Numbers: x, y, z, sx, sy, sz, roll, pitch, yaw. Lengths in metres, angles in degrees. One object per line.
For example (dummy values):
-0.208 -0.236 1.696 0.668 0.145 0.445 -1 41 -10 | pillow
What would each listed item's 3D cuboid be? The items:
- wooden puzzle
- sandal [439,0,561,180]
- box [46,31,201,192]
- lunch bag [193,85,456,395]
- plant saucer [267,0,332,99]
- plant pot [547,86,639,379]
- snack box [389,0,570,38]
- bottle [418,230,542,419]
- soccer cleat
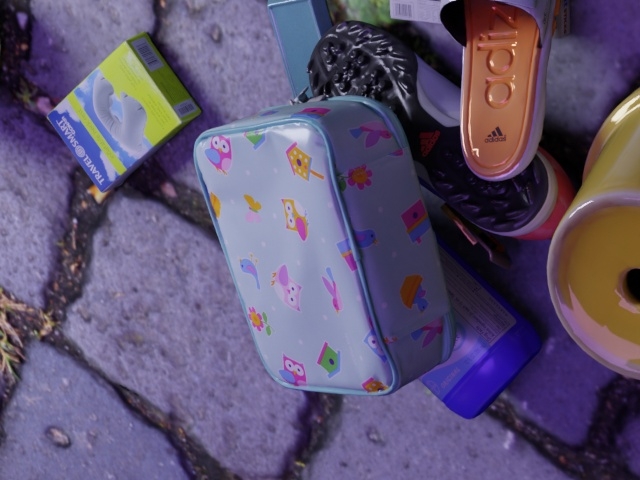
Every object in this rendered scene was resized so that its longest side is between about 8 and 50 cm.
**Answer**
0.150 -0.007 1.677 0.014 0.116 0.078 -42 76 10 | wooden puzzle
0.151 -0.186 1.537 0.102 0.076 0.265 -5 77 30 | sandal
-0.218 -0.131 1.915 0.178 0.042 0.109 -37 87 40 | box
0.000 0.000 1.641 0.224 0.108 0.279 -3 107 53 | lunch bag
-0.003 -0.154 1.768 0.067 0.018 0.192 -5 109 38 | plant saucer
0.309 -0.004 1.470 0.254 0.239 0.254 16 120 30 | plant pot
0.143 -0.226 1.625 0.178 0.022 0.064 12 116 31 | snack box
0.083 0.043 1.746 0.283 0.092 0.118 45 129 9 | bottle
0.112 -0.097 1.662 0.318 0.116 0.108 39 101 34 | soccer cleat
